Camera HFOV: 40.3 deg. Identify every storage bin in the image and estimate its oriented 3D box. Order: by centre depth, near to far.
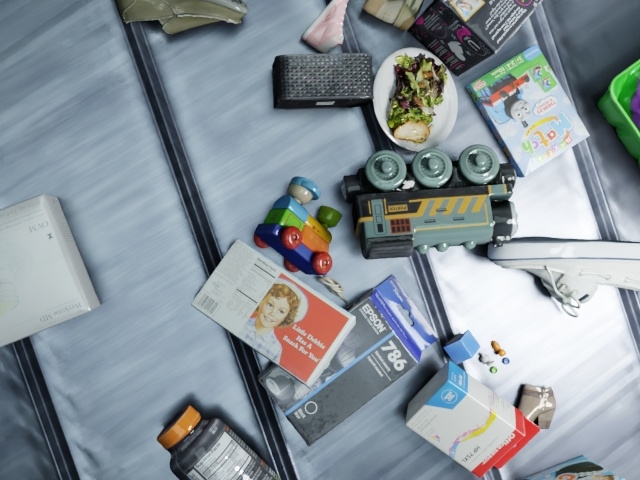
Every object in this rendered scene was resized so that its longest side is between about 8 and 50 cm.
[{"bbox_3d":[0.003,-0.295,1.629,0.180,0.122,0.084,-2,90,-7],"label":"storage bin"}]

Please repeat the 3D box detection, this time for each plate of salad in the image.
[{"bbox_3d":[0.188,-0.270,1.664,0.199,0.048,0.200,1,88,-28],"label":"plate of salad"}]

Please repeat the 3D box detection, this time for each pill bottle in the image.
[{"bbox_3d":[-0.187,0.417,1.605,0.130,0.130,0.246,-44,95,-5],"label":"pill bottle"}]

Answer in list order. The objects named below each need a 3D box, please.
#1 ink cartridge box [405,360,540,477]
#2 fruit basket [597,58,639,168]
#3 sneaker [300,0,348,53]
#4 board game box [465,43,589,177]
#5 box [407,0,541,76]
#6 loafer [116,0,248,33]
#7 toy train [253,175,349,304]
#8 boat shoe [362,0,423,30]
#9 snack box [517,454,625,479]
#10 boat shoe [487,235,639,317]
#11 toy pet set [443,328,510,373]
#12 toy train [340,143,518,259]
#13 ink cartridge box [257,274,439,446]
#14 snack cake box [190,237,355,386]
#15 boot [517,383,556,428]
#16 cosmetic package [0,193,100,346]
[{"bbox_3d":[0.294,0.355,1.666,0.231,0.078,0.134,36,114,-5],"label":"ink cartridge box"},{"bbox_3d":[0.737,-0.219,1.599,0.283,0.392,0.392,-36,94,-6],"label":"fruit basket"},{"bbox_3d":[0.030,-0.416,1.669,0.070,0.051,0.134,40,89,-7],"label":"sneaker"},{"bbox_3d":[0.409,-0.255,1.721,0.160,0.039,0.211,-32,95,-6],"label":"board game box"},{"bbox_3d":[0.288,-0.421,1.600,0.142,0.247,0.163,42,86,-7],"label":"box"},{"bbox_3d":[-0.259,-0.430,1.624,0.251,0.094,0.087,9,114,2],"label":"loafer"},{"bbox_3d":[0.000,0.000,1.655,0.248,0.105,0.143,40,66,-34],"label":"toy train"},{"bbox_3d":[0.184,-0.576,1.651,0.110,0.121,0.341,22,88,-6],"label":"boat shoe"},{"bbox_3d":[0.397,0.506,1.647,0.321,0.187,0.060,-19,92,-7],"label":"snack box"},{"bbox_3d":[0.496,0.075,1.696,0.367,0.136,0.157,2,93,-17],"label":"boat shoe"},{"bbox_3d":[0.302,0.230,1.696,0.122,0.065,0.114,-35,94,-6],"label":"toy pet set"},{"bbox_3d":[0.207,-0.067,1.629,0.333,0.142,0.190,-4,75,-4],"label":"toy train"},{"bbox_3d":[0.059,0.226,1.667,0.332,0.065,0.165,-38,94,-6],"label":"ink cartridge box"},{"bbox_3d":[-0.084,0.134,1.600,0.264,0.089,0.152,34,81,10],"label":"snack cake box"},{"bbox_3d":[0.407,0.328,1.725,0.118,0.042,0.087,2,84,-8],"label":"boot"},{"bbox_3d":[-0.546,0.061,1.557,0.224,0.138,0.225,-22,94,-6],"label":"cosmetic package"}]
